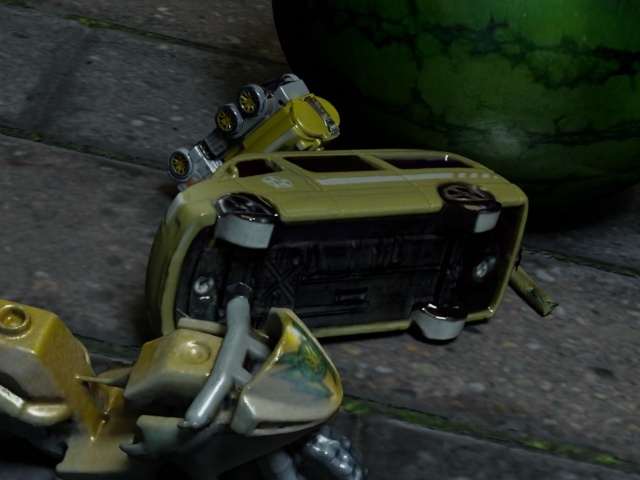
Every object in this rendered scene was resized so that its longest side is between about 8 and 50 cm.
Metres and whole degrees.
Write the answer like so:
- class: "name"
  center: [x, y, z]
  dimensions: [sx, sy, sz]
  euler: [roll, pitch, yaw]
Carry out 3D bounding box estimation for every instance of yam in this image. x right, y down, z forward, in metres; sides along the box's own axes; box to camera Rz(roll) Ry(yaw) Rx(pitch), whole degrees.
- class: "yam"
  center: [0.132, 0.020, 1.041]
  dimensions: [0.014, 0.014, 0.107]
  euler: [-2, 31, -28]

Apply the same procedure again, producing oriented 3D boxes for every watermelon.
- class: "watermelon"
  center: [0.144, -0.185, 1.096]
  dimensions: [0.363, 0.363, 0.363]
  euler: [11, 27, -6]

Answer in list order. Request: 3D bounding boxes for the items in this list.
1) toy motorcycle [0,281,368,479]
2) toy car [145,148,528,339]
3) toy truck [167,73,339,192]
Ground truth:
- class: "toy motorcycle"
  center: [-0.083, 0.069, 0.718]
  dimensions: [0.229, 0.129, 0.094]
  euler: [16, 47, 3]
- class: "toy car"
  center: [0.000, 0.000, 0.922]
  dimensions: [0.257, 0.101, 0.124]
  euler: [-4, 28, -34]
- class: "toy truck"
  center: [-0.044, -0.061, 0.999]
  dimensions: [0.052, 0.123, 0.062]
  euler: [-25, 80, -52]
